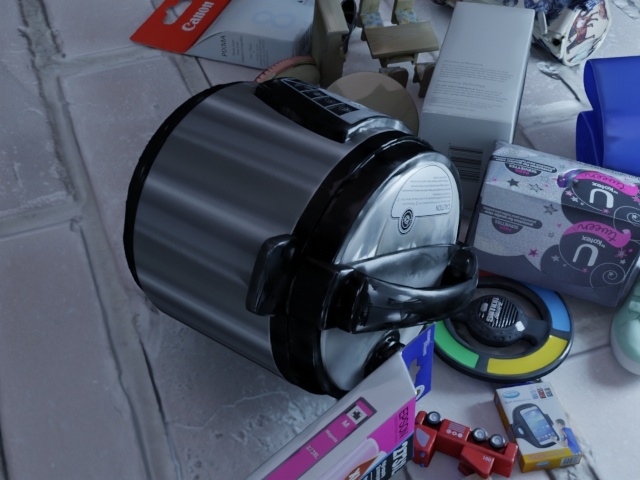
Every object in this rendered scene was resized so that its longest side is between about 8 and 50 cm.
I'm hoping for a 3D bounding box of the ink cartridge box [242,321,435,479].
[{"bbox_3d":[0.019,0.263,1.021,0.371,0.176,0.069,-38,59,-22],"label":"ink cartridge box"}]

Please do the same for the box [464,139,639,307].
[{"bbox_3d":[0.357,-0.027,1.325,0.247,0.163,0.142,16,38,8],"label":"box"}]

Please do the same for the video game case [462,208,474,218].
[{"bbox_3d":[0.312,-0.095,1.534,0.212,0.023,0.193,30,52,28],"label":"video game case"}]

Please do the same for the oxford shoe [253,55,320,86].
[{"bbox_3d":[-0.103,-0.212,1.601,0.146,0.140,0.397,45,50,0],"label":"oxford shoe"}]

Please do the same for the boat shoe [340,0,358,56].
[{"bbox_3d":[0.033,-0.447,1.857,0.075,0.065,0.206,13,46,12],"label":"boat shoe"}]

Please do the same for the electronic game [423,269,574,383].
[{"bbox_3d":[0.261,0.118,1.298,0.229,0.048,0.229,0,45,0],"label":"electronic game"}]

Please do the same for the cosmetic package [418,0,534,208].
[{"bbox_3d":[0.274,-0.243,1.530,0.155,0.197,0.366,9,43,11],"label":"cosmetic package"}]

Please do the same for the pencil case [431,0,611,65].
[{"bbox_3d":[0.409,-0.523,1.873,0.410,0.160,0.183,35,39,30],"label":"pencil case"}]

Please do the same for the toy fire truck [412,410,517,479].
[{"bbox_3d":[0.188,0.305,1.107,0.192,0.047,0.135,17,50,20],"label":"toy fire truck"}]

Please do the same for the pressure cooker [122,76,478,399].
[{"bbox_3d":[-0.001,0.006,1.171,0.420,0.376,0.370,25,60,31],"label":"pressure cooker"}]

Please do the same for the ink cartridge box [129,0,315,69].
[{"bbox_3d":[-0.181,-0.508,1.901,0.384,0.091,0.308,14,46,12],"label":"ink cartridge box"}]

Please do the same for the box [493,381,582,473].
[{"bbox_3d":[0.290,0.245,1.184,0.081,0.028,0.136,-7,47,-8],"label":"box"}]

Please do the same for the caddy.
[{"bbox_3d":[0.538,-0.166,1.459,0.179,0.241,0.341,0,45,9],"label":"caddy"}]

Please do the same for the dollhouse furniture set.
[{"bbox_3d":[0.112,-0.403,1.710,0.242,0.161,0.212,-9,61,-10],"label":"dollhouse furniture set"}]

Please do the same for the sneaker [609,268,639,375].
[{"bbox_3d":[0.497,0.070,1.277,0.094,0.151,0.256,19,49,15],"label":"sneaker"}]

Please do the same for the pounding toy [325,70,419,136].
[{"bbox_3d":[0.054,-0.196,1.556,0.236,0.110,0.183,-6,86,1],"label":"pounding toy"}]
